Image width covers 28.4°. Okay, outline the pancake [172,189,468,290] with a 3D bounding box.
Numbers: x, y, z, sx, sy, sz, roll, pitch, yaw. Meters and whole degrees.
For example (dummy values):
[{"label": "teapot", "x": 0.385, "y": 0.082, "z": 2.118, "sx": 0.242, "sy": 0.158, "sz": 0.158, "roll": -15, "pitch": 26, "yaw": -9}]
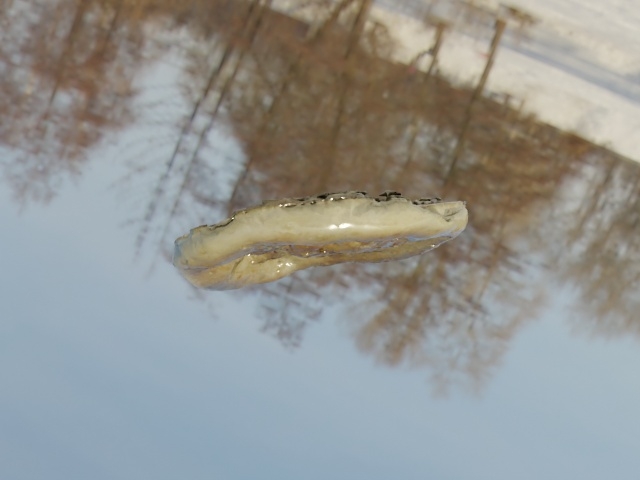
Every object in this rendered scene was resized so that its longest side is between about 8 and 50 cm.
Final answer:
[{"label": "pancake", "x": 0.000, "y": -0.001, "z": 1.138, "sx": 0.282, "sy": 0.049, "sz": 0.282, "roll": -10, "pitch": 173, "yaw": -1}]
